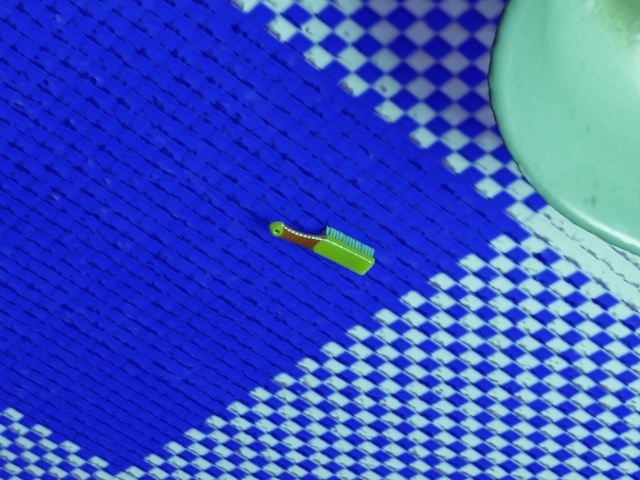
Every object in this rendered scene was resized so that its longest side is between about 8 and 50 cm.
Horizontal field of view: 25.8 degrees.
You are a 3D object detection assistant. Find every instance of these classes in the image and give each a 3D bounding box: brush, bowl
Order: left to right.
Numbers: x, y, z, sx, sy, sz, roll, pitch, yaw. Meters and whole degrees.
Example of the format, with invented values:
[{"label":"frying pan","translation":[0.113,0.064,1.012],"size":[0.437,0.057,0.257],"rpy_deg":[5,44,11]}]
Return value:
[{"label":"brush","translation":[0.000,0.000,1.010],"size":[0.083,0.021,0.019],"rpy_deg":[22,138,-20]},{"label":"bowl","translation":[0.236,-0.127,0.736],"size":[0.289,0.146,0.289],"rpy_deg":[6,139,6]}]
